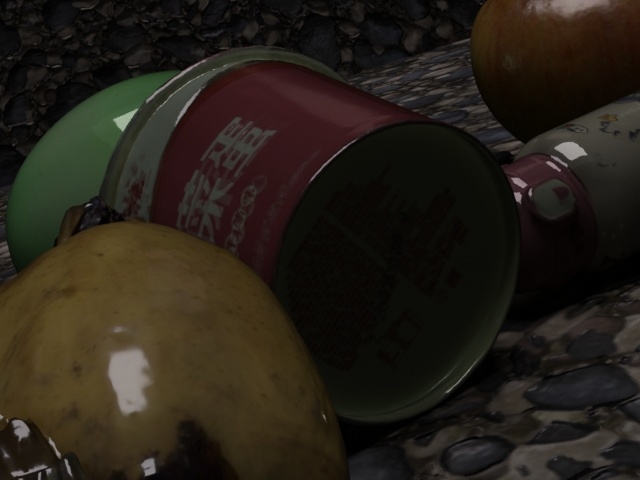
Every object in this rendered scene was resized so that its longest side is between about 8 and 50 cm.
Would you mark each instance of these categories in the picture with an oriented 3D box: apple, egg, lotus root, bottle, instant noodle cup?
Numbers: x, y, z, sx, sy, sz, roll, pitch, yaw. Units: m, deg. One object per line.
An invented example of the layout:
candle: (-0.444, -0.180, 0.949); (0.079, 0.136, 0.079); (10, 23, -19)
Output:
apple: (0.281, -0.187, 1.084); (0.260, 0.194, 0.261); (-15, 17, 5)
egg: (-0.137, -0.029, 0.905); (0.269, 0.220, 0.220); (-26, 12, 11)
lotus root: (-0.093, 0.076, 0.481); (0.182, 0.183, 0.310); (-19, 31, -8)
bottle: (0.201, -0.037, 0.766); (0.233, 0.110, 0.110); (-24, 15, -28)
instant noodle cup: (0.000, 0.000, 0.660); (0.234, 0.235, 0.178); (-24, 24, -27)

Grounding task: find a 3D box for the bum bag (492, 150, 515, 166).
bum bag: (0.118, -0.032, 0.952); (0.106, 0.060, 0.232); (-21, 10, 24)
